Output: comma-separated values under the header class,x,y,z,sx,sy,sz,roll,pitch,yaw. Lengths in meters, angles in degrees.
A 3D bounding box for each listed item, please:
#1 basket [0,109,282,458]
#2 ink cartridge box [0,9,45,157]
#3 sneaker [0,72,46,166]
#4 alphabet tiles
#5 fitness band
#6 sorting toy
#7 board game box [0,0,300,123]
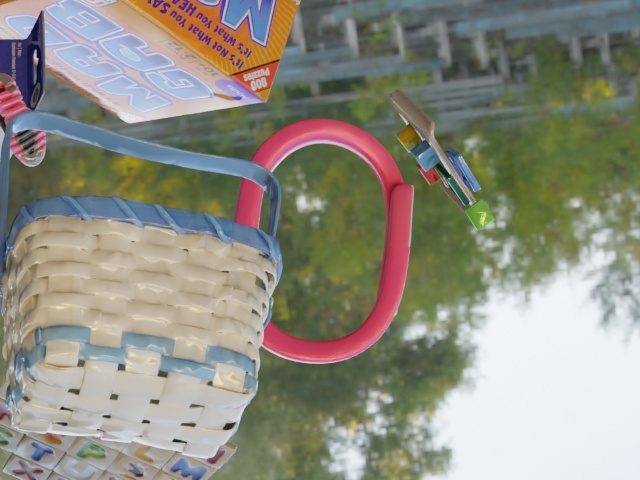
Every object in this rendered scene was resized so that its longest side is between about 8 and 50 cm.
class,x,y,z,sx,sy,sz,roll,pitch,yaw
basket,-0.160,0.026,1.027,0.255,0.288,0.201,12,146,-15
ink cartridge box,-0.493,-0.156,1.753,0.069,0.175,0.371,16,134,-30
sneaker,-0.350,-0.133,1.390,0.047,0.119,0.057,-22,165,-20
alphabet tiles,-0.278,0.254,1.522,0.342,0.285,0.011,-50,-163,45
fitness band,0.000,0.000,1.425,0.209,0.290,0.054,7,174,-3
sorting toy,0.172,-0.126,1.892,0.047,0.196,0.347,-33,-151,0
board game box,-0.271,-0.436,1.895,0.357,0.356,0.356,-3,154,45
